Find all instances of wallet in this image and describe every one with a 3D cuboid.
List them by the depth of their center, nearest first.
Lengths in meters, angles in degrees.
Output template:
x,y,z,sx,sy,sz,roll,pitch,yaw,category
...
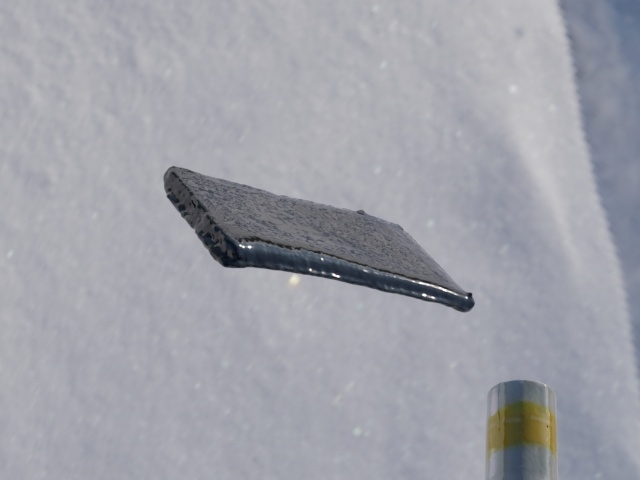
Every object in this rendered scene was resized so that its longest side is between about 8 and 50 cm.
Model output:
x,y,z,sx,sy,sz,roll,pitch,yaw,category
-0.001,0.001,1.620,0.285,0.030,0.146,14,25,-38,wallet

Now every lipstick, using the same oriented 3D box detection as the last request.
x,y,z,sx,sy,sz,roll,pitch,yaw,category
0.154,0.235,1.425,0.059,0.059,0.264,15,56,-18,lipstick
